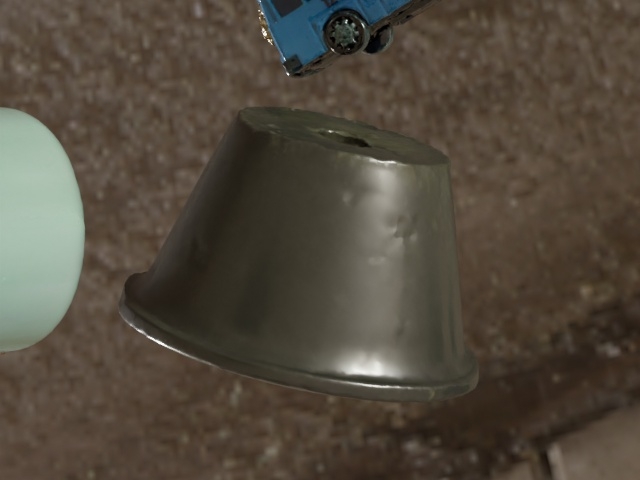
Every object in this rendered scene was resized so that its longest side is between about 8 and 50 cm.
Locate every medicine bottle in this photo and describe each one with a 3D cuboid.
[{"bbox_3d":[-0.247,-0.003,1.023,0.225,0.139,0.139,-3,152,-44],"label":"medicine bottle"}]

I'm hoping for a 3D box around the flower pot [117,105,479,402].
[{"bbox_3d":[0.000,0.000,1.385,0.269,0.269,0.166,8,100,-26],"label":"flower pot"}]

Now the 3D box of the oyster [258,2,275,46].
[{"bbox_3d":[-0.045,-0.213,1.794,0.038,0.083,0.081,-32,177,6],"label":"oyster"}]

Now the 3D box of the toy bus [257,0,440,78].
[{"bbox_3d":[0.041,-0.206,1.499,0.185,0.106,0.090,-30,179,17],"label":"toy bus"}]
